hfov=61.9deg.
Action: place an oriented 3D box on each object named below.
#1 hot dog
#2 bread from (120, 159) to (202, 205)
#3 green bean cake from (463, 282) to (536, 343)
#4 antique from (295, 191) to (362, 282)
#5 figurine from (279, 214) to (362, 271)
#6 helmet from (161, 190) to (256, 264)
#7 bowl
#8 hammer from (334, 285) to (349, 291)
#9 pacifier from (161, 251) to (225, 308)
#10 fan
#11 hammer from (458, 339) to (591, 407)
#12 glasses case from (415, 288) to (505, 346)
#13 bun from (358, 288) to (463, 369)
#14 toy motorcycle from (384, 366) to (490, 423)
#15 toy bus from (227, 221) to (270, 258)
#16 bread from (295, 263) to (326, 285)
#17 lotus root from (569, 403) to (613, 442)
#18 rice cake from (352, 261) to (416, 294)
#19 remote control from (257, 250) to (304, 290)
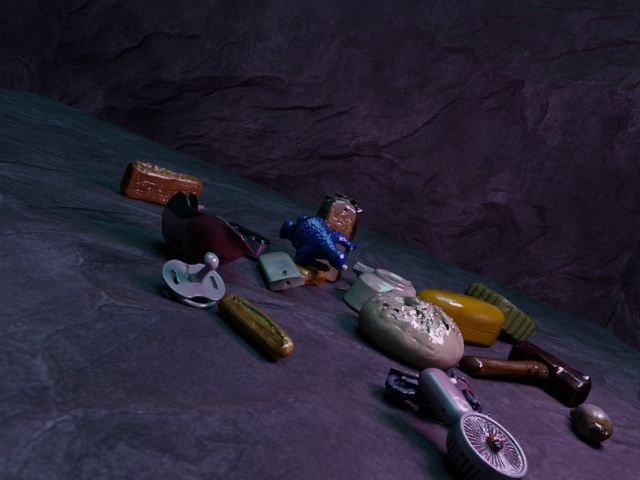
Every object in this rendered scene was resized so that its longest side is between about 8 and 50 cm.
[{"bbox_3d":[-0.130,0.173,1.078,0.066,0.047,0.216,-32,43,-32],"label":"hot dog"},{"bbox_3d":[-0.546,-0.192,1.847,0.271,0.139,0.077,11,25,-43],"label":"bread"},{"bbox_3d":[0.667,0.270,2.026,0.222,0.125,0.248,34,1,-28],"label":"green bean cake"},{"bbox_3d":[0.035,-0.018,1.788,0.125,0.284,0.150,18,9,-27],"label":"antique"},{"bbox_3d":[-0.009,0.001,1.621,0.262,0.164,0.120,27,-33,31],"label":"figurine"},{"bbox_3d":[-0.309,-0.012,1.389,0.253,0.154,0.198,44,-5,14],"label":"helmet"},{"bbox_3d":[0.201,0.169,1.635,0.238,0.126,0.238,24,10,-5],"label":"bowl"},{"bbox_3d":[0.100,0.167,1.744,0.123,0.014,0.029,15,3,-26],"label":"hammer"},{"bbox_3d":[-0.256,0.076,1.135,0.150,0.116,0.126,20,35,-39],"label":"pacifier"},{"bbox_3d":[0.252,0.320,0.931,0.130,0.074,0.244,11,30,-37],"label":"fan"},{"bbox_3d":[0.558,0.362,1.517,0.409,0.095,0.242,14,13,-33],"label":"hammer"},{"bbox_3d":[0.468,0.248,1.759,0.371,0.141,0.173,16,12,-33],"label":"glasses case"},{"bbox_3d":[0.248,0.220,1.397,0.287,0.146,0.287,24,12,-6],"label":"bun"},{"bbox_3d":[0.233,0.308,1.082,0.213,0.084,0.118,18,18,1],"label":"toy motorcycle"},{"bbox_3d":[-0.241,0.001,1.684,0.172,0.072,0.057,26,9,28],"label":"toy bus"},{"bbox_3d":[-0.041,0.105,1.629,0.074,0.053,0.132,28,11,33],"label":"bread"},{"bbox_3d":[0.675,0.450,1.331,0.088,0.088,0.165,25,0,11],"label":"lotus root"},{"bbox_3d":[0.223,0.151,1.818,0.237,0.043,0.127,19,-26,41],"label":"rice cake"},{"bbox_3d":[-0.117,0.084,1.529,0.098,0.038,0.233,-11,18,-12],"label":"remote control"}]
